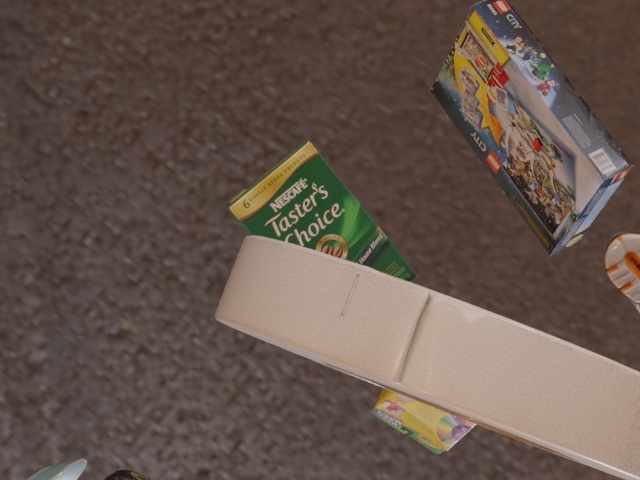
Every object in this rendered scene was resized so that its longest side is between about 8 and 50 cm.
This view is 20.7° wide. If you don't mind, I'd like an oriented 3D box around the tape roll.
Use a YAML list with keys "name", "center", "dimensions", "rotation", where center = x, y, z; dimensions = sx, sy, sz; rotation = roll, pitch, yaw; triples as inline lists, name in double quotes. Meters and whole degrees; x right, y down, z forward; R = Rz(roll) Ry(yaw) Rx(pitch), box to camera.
- name: "tape roll"
  center: [0.110, 0.097, 1.316]
  dimensions: [0.392, 0.392, 0.072]
  rotation: [25, 85, -46]

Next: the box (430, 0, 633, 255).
- name: "box"
  center: [0.215, -0.119, 1.825]
  dimensions: [0.044, 0.233, 0.159]
  rotation: [-25, 160, -25]

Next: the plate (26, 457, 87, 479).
- name: "plate"
  center: [-0.319, 0.286, 1.827]
  dimensions: [0.188, 0.024, 0.188]
  rotation: [-43, 172, -7]

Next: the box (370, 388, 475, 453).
- name: "box"
  center: [0.140, 0.172, 1.999]
  dimensions: [0.179, 0.105, 0.043]
  rotation: [-50, -170, 44]

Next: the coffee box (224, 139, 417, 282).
- name: "coffee box"
  center: [0.000, 0.000, 1.811]
  dimensions: [0.113, 0.040, 0.184]
  rotation: [-38, 99, -4]

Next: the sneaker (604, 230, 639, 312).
- name: "sneaker"
  center: [0.390, 0.069, 1.932]
  dimensions: [0.084, 0.083, 0.215]
  rotation: [-36, 101, 8]

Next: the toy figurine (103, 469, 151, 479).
- name: "toy figurine"
  center: [-0.205, 0.319, 1.567]
  dimensions: [0.213, 0.209, 0.148]
  rotation: [57, 42, -23]
